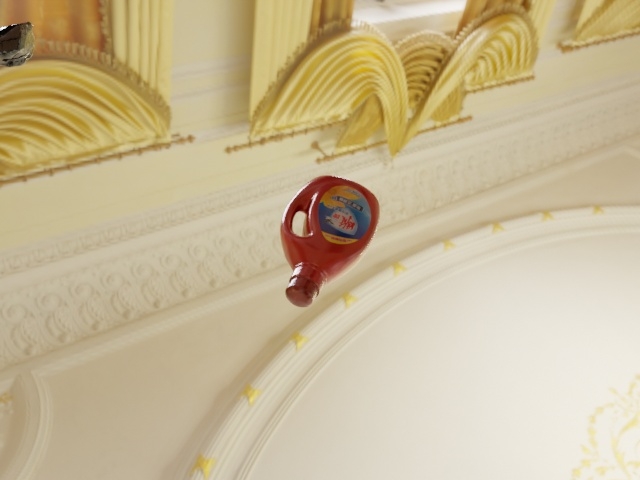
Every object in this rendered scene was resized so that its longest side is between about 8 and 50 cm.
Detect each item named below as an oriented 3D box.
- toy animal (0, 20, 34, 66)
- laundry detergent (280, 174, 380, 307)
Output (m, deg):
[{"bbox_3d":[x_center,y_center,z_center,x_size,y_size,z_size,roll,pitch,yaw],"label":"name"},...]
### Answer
[{"bbox_3d":[-0.245,-0.197,0.465,0.121,0.093,0.225,14,-129,-6],"label":"toy animal"},{"bbox_3d":[0.000,0.000,0.698,0.098,0.049,0.165,23,-135,6],"label":"laundry detergent"}]
